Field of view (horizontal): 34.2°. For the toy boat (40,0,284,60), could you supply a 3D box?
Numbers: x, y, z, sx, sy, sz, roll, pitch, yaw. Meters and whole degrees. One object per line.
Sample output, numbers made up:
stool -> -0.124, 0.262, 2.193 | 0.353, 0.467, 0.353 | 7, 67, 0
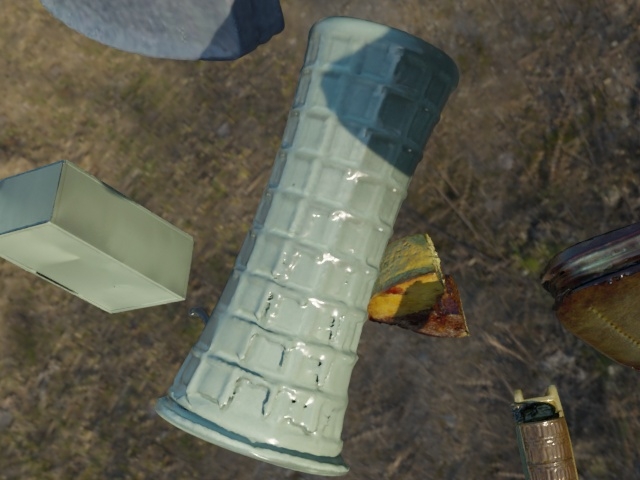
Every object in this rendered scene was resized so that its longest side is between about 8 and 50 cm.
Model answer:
toy boat -> -0.173, -0.253, 1.061 | 0.283, 0.127, 0.078 | 12, 49, 28

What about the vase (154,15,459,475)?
vase -> 0.000, 0.000, 0.732 | 0.143, 0.143, 0.298 | 17, 87, 39

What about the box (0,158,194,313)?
box -> -0.275, 0.001, 1.237 | 0.130, 0.225, 0.086 | -12, 60, 32

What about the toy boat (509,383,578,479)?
toy boat -> 0.284, 0.292, 1.281 | 0.068, 0.088, 0.225 | -11, 83, 6

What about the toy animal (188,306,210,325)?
toy animal -> -0.122, 0.128, 1.777 | 0.233, 0.084, 0.148 | -33, 22, -9

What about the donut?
donut -> 0.155, 0.083, 1.766 | 0.151, 0.295, 0.112 | -9, 61, 16

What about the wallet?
wallet -> 0.215, -0.015, 0.392 | 0.255, 0.137, 0.031 | -27, 62, 25
